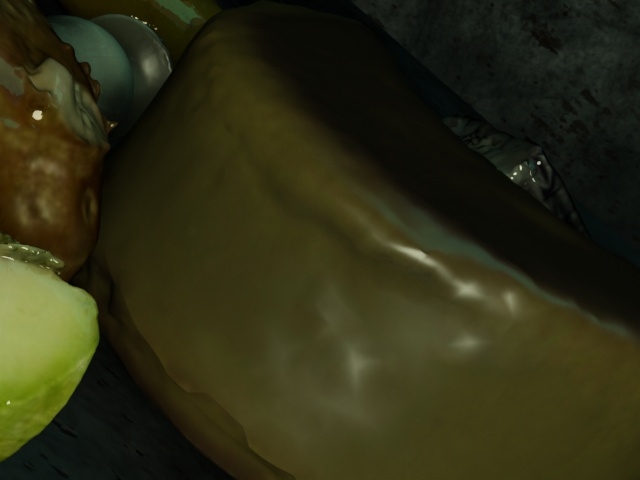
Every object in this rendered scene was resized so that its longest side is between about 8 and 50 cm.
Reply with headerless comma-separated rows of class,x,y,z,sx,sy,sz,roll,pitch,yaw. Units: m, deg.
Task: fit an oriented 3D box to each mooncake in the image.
mooncake,0.043,0.034,1.072,0.393,0.246,0.394,31,16,-20

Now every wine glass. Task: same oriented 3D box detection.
wine glass,-0.181,-0.111,1.229,0.103,0.103,0.222,42,13,4

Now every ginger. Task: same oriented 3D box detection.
ginger,-0.225,-0.154,0.959,0.176,0.254,0.418,17,33,-55

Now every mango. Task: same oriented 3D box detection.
mango,-0.169,-0.209,1.587,0.195,0.098,0.137,33,17,-6

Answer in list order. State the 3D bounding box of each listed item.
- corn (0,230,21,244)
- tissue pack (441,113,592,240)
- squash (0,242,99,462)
corn,-0.218,-0.003,0.800,0.165,0.063,0.085,22,-14,-18
tissue pack,0.161,0.070,1.338,0.332,0.123,0.245,62,-6,-15
squash,-0.231,0.022,0.634,0.252,0.169,0.093,28,62,-47
